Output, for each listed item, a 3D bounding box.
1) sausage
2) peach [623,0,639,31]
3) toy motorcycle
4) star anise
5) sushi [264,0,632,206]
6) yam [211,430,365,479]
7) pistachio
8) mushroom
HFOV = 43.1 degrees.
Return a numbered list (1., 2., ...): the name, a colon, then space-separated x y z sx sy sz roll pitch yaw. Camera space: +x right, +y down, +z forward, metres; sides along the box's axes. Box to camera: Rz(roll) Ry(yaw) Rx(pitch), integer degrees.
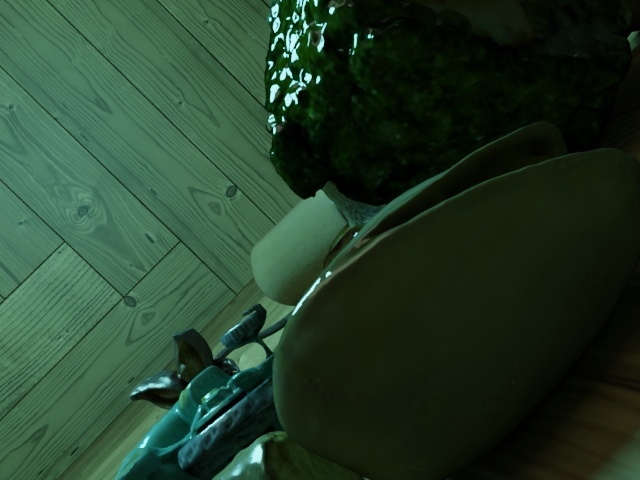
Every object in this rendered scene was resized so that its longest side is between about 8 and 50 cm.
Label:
1. sausage: 0.000 0.000 1.139 0.253 0.123 0.123 -41 7 46
2. peach: 0.312 -0.280 0.833 0.138 0.138 0.138 -45 5 5
3. toy motorcycle: -0.080 0.148 0.619 0.198 0.109 0.296 -39 -6 -3
4. star anise: -0.120 0.125 1.060 0.219 0.148 0.227 -3 25 5
5. sushi: 0.108 -0.184 0.697 0.178 0.294 0.351 115 164 -46
6. yam: -0.117 0.235 0.471 0.357 0.081 0.081 -45 5 16
7. pistachio: 0.064 0.025 0.393 0.206 0.131 0.129 -45 48 -6
8. mushroom: 0.021 -0.063 0.892 0.227 0.218 0.148 -40 14 54
